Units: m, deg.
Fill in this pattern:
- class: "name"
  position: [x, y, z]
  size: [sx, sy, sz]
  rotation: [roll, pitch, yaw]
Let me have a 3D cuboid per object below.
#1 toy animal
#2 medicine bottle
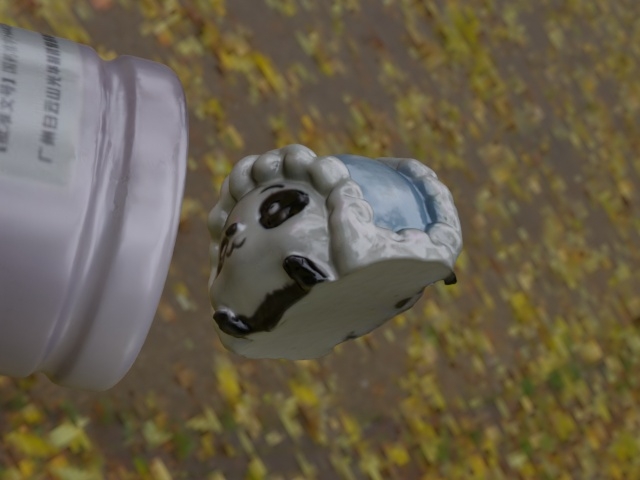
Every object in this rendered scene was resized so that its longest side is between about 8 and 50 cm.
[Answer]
- class: "toy animal"
  position: [0.000, 0.000, 1.581]
  size: [0.204, 0.208, 0.156]
  rotation: [6, 58, -40]
- class: "medicine bottle"
  position: [-0.183, -0.028, 0.677]
  size: [0.249, 0.133, 0.133]
  rotation: [11, 42, -18]
